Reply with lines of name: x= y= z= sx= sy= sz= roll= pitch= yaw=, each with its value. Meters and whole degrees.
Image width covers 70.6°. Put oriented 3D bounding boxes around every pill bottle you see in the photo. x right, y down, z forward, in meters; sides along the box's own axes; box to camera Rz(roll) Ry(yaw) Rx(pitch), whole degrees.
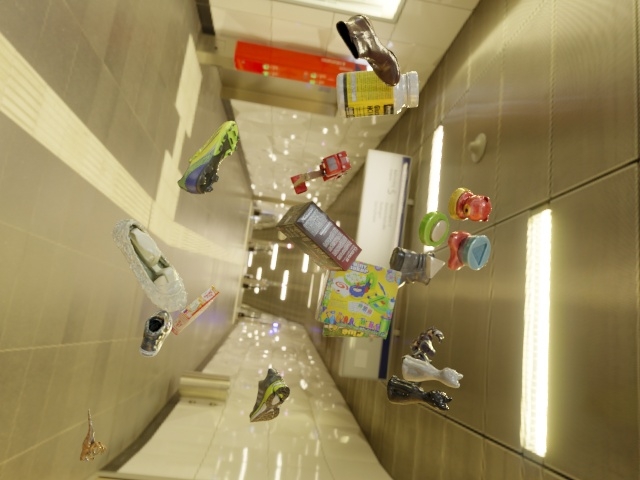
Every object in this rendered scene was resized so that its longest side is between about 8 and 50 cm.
pill bottle: x=0.242 y=-0.626 z=1.920 sx=0.188 sy=0.333 sz=0.188 roll=-3 pitch=90 yaw=-81

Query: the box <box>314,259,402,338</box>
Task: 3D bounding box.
box: x=0.152 y=0.231 z=1.887 sx=0.177 sy=0.289 sz=0.279 roll=123 pitch=-18 yaw=-83

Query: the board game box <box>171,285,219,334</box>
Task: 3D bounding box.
board game box: x=-0.513 y=0.283 z=1.846 sx=0.147 sy=0.045 sz=0.193 roll=-46 pitch=179 yaw=40

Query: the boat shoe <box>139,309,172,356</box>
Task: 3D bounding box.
boat shoe: x=-0.437 y=0.227 z=1.227 sx=0.183 sy=0.065 sz=0.083 roll=-101 pitch=-150 yaw=-64

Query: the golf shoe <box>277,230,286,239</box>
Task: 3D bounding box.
golf shoe: x=-0.107 y=-0.056 z=1.851 sx=0.176 sy=0.086 sz=0.069 roll=-53 pitch=165 yaw=24

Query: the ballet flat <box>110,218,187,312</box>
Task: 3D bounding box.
ballet flat: x=-0.620 y=0.096 z=1.677 sx=0.409 sy=0.147 sz=0.147 roll=57 pitch=5 yaw=-13

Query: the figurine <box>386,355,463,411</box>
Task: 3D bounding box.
figurine: x=0.368 y=0.496 z=1.561 sx=0.215 sy=0.209 sz=0.092 roll=-33 pitch=121 yaw=-51

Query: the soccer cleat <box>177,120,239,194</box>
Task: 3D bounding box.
soccer cleat: x=-0.348 y=-0.268 z=1.404 sx=0.093 sy=0.121 sz=0.289 roll=69 pitch=37 yaw=-55

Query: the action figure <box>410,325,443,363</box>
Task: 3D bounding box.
action figure: x=0.510 y=0.515 z=2.200 sx=0.185 sy=0.099 sz=0.285 roll=-54 pitch=173 yaw=17

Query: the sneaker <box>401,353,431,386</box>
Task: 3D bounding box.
sneaker: x=0.439 y=0.652 z=2.214 sx=0.087 sy=0.130 sz=0.228 roll=9 pitch=107 yaw=-53

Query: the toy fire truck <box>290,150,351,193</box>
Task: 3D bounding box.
toy fire truck: x=-0.003 y=-0.166 z=1.126 sx=0.192 sy=0.135 sz=0.047 roll=164 pitch=-92 yaw=-84

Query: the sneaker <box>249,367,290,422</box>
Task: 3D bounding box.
sneaker: x=-0.211 y=0.628 z=1.815 sx=0.300 sy=0.111 sz=0.121 roll=-59 pitch=-142 yaw=32

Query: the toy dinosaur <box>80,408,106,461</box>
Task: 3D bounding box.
toy dinosaur: x=-0.875 y=0.765 z=1.718 sx=0.064 sy=0.112 sz=0.212 roll=-20 pitch=127 yaw=-77

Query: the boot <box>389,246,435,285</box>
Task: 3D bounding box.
boot: x=0.434 y=0.201 z=2.258 sx=0.118 sy=0.222 sz=0.338 roll=-101 pitch=-154 yaw=-60

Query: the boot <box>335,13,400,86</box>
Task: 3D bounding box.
boot: x=0.148 y=-0.575 z=1.405 sx=0.090 sy=0.248 sz=0.207 roll=-22 pitch=-164 yaw=37

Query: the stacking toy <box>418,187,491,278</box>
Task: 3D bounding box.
stacking toy: x=0.504 y=-0.005 z=1.624 sx=0.130 sy=0.279 sz=0.309 roll=23 pitch=-46 yaw=53

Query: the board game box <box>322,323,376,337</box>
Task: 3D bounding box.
board game box: x=0.144 y=0.370 z=2.021 sx=0.030 sy=0.259 sz=0.136 roll=-108 pitch=-158 yaw=-65

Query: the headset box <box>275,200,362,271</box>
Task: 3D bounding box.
headset box: x=0.000 y=0.000 z=1.673 sx=0.110 sy=0.293 sz=0.218 roll=-52 pitch=-163 yaw=-16
